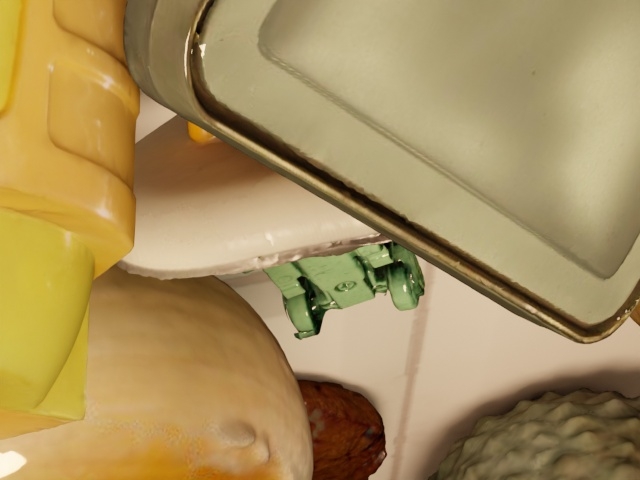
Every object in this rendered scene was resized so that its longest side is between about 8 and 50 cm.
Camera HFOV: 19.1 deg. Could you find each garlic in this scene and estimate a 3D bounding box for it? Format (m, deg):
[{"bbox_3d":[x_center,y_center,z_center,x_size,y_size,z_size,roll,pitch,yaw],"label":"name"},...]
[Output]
[{"bbox_3d":[-0.157,0.108,0.829,0.313,0.286,0.249,-6,105,-16],"label":"garlic"}]

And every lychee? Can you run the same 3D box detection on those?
[{"bbox_3d":[0.180,0.215,1.174,0.274,0.255,0.255,-16,153,-20],"label":"lychee"}]

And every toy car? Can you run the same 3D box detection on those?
[{"bbox_3d":[0.000,0.000,0.922,0.073,0.054,0.143,-20,155,11],"label":"toy car"}]

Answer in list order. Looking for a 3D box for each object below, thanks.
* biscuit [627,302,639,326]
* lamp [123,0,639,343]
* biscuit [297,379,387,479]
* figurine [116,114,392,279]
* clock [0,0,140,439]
[{"bbox_3d":[0.277,0.070,1.090,0.319,0.183,0.047,29,173,-37],"label":"biscuit"},{"bbox_3d":[0.085,-0.119,0.610,0.266,0.047,0.269,29,90,-51],"label":"lamp"},{"bbox_3d":[-0.048,0.146,1.138,0.192,0.049,0.192,-21,147,-15],"label":"biscuit"},{"bbox_3d":[0.012,-0.100,0.731,0.250,0.166,0.141,-30,119,-24],"label":"figurine"},{"bbox_3d":[-0.217,-0.062,0.532,0.317,0.244,0.200,9,159,-31],"label":"clock"}]
